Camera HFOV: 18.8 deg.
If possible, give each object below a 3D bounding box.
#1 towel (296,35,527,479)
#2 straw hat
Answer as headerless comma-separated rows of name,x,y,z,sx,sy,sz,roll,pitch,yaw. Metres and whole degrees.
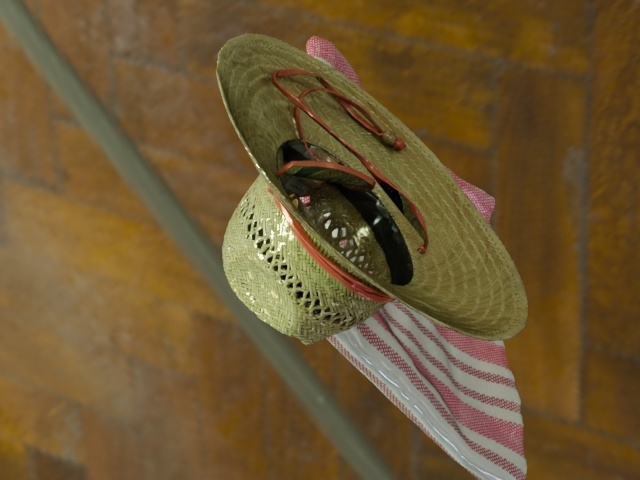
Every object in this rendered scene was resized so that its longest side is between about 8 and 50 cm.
towel,0.041,0.008,0.880,0.029,0.197,0.144,-32,126,22
straw hat,0.000,0.000,0.663,0.144,0.144,0.061,46,112,6
